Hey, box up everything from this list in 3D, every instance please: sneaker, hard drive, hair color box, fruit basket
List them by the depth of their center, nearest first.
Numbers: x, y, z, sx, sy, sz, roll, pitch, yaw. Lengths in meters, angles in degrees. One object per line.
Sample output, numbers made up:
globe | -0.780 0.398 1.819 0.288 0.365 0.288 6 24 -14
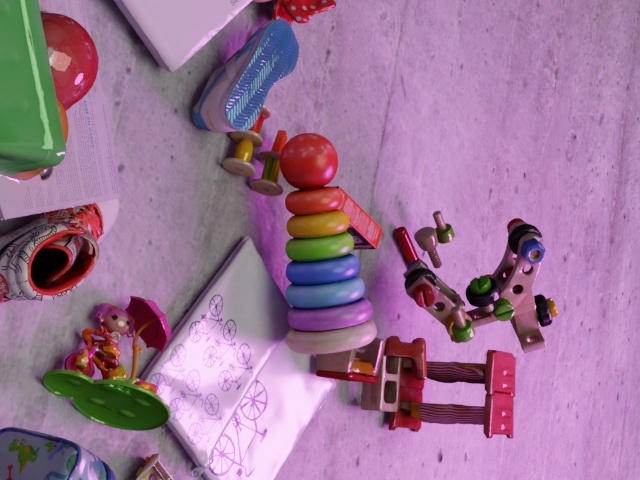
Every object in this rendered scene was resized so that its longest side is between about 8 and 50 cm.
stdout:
fruit basket | -0.351 -0.191 1.336 0.353 0.165 0.327 -28 108 -75
sneaker | -0.304 0.001 1.429 0.270 0.145 0.090 -36 116 -48
hard drive | -0.212 -0.430 1.554 0.233 0.047 0.353 -45 134 -13
sneaker | -0.111 -0.252 1.736 0.229 0.092 0.087 -57 130 -34
hair color box | 0.036 -0.036 1.938 0.141 0.072 0.043 42 56 -42

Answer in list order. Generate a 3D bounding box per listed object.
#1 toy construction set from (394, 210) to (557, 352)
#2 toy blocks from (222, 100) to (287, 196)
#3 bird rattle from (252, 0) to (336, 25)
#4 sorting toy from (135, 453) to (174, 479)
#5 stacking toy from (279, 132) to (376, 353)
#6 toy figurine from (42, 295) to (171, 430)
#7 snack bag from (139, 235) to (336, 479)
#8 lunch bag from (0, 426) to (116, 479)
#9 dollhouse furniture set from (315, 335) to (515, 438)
toy construction set | 0.274 0.101 2.064 0.257 0.309 0.237 -36 122 -17
toy blocks | -0.087 -0.160 1.797 0.123 0.054 0.148 36 61 -45
bird rattle | -0.088 -0.441 1.792 0.206 0.143 0.254 -8 108 -41
sorting toy | -0.236 0.344 1.594 0.075 0.044 0.083 -51 128 -32
stacking toy | 0.000 0.000 1.780 0.141 0.141 0.331 -14 99 -52
toy figurine | -0.265 0.143 1.532 0.173 0.130 0.159 26 51 -23
snack bag | -0.111 0.221 1.764 0.323 0.037 0.343 -56 130 -38
lunch bag | -0.347 0.330 1.338 0.090 0.176 0.219 48 55 -47
dollhouse furniture set | 0.169 0.251 1.975 0.374 0.201 0.152 17 75 -56
